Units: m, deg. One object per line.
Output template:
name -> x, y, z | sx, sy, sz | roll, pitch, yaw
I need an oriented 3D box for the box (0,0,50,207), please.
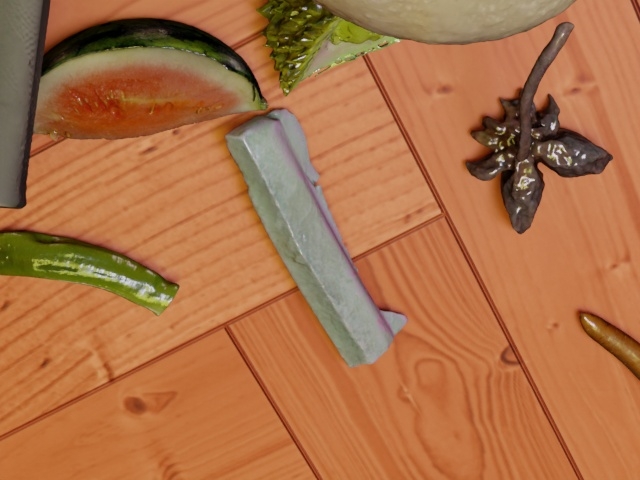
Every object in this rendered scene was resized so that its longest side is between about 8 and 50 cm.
box -> -0.383, -0.210, 1.032 | 0.352, 0.177, 0.343 | 6, 89, -10

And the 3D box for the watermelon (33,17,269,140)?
watermelon -> -0.171, -0.143, 1.216 | 0.245, 0.063, 0.119 | -6, 127, -4

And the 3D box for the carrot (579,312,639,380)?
carrot -> 0.338, 0.130, 1.398 | 0.190, 0.037, 0.037 | 42, 103, -16

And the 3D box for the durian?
durian -> 0.098, -0.265, 1.181 | 0.352, 0.158, 0.169 | -23, 148, 4

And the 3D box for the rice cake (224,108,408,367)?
rice cake -> -0.003, 0.000, 1.300 | 0.081, 0.051, 0.290 | -42, 116, -25

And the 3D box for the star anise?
star anise -> 0.213, -0.093, 1.198 | 0.148, 0.227, 0.218 | -1, 102, 1

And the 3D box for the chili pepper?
chili pepper -> -0.236, 0.026, 1.284 | 0.202, 0.050, 0.051 | 15, 74, -10

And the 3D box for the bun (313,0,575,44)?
bun -> 0.101, -0.339, 1.003 | 0.365, 0.202, 0.364 | 1, 70, -1
